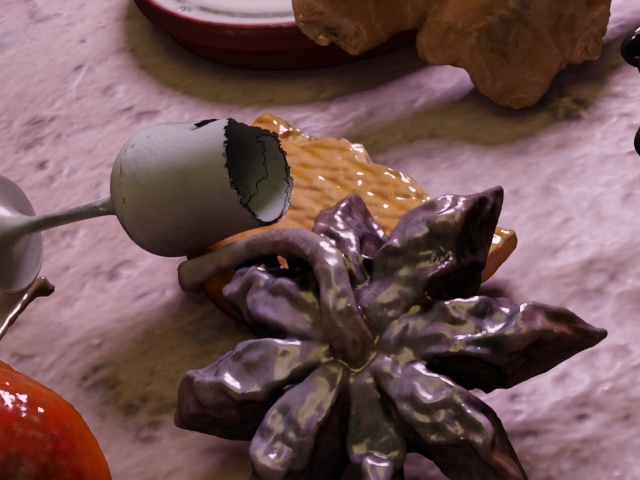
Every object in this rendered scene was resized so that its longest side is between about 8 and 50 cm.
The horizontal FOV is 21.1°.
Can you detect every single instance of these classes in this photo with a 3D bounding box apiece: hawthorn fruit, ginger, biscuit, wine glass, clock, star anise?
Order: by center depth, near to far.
[{"bbox_3d":[0.013,0.054,0.874,0.262,0.081,0.230,32,84,32],"label":"star anise"},{"bbox_3d":[-0.188,0.096,0.882,0.165,0.165,0.285,-16,29,1],"label":"hawthorn fruit"},{"bbox_3d":[0.000,0.001,1.002,0.144,0.033,0.224,-42,43,-21],"label":"biscuit"},{"bbox_3d":[-0.115,-0.022,1.002,0.195,0.079,0.079,-13,36,29],"label":"wine glass"},{"bbox_3d":[0.151,-0.175,1.100,0.333,0.081,0.148,-25,64,-10],"label":"ginger"},{"bbox_3d":[0.009,-0.240,1.252,0.318,0.080,0.318,-10,39,8],"label":"clock"}]

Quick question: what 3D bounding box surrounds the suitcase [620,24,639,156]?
[{"bbox_3d":[0.339,-0.092,0.910,0.312,0.128,0.202,-24,39,-8],"label":"suitcase"}]
